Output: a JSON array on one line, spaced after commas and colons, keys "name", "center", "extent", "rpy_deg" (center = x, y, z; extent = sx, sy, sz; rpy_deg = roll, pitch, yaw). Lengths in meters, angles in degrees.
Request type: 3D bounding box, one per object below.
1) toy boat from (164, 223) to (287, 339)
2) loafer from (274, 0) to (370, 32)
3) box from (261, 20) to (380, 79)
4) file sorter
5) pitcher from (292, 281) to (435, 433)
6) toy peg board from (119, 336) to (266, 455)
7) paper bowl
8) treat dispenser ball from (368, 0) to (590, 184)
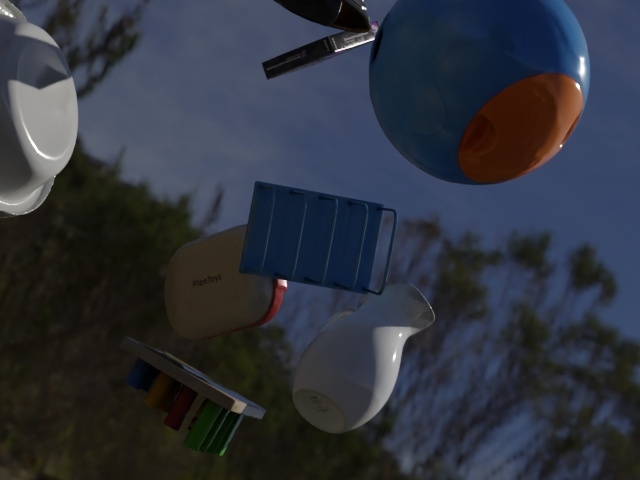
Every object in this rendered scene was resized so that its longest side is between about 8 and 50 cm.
[{"name": "toy boat", "center": [-0.120, 0.067, 2.478], "extent": [0.231, 0.151, 0.151], "rpy_deg": [-17, -19, 41]}, {"name": "loafer", "center": [0.006, -0.318, 2.263], "extent": [0.170, 0.061, 0.062], "rpy_deg": [2, -45, -45]}, {"name": "box", "center": [0.004, -0.268, 2.364], "extent": [0.116, 0.162, 0.029], "rpy_deg": [-19, -84, 30]}, {"name": "file sorter", "center": [0.000, 0.000, 2.101], "extent": [0.170, 0.118, 0.104], "rpy_deg": [10, 1, -14]}, {"name": "pitcher", "center": [0.034, 0.156, 2.233], "extent": [0.177, 0.207, 0.125], "rpy_deg": [-13, -59, 47]}, {"name": "toy peg board", "center": [-0.169, 0.197, 2.062], "extent": [0.160, 0.079, 0.161], "rpy_deg": [28, -4, 15]}, {"name": "paper bowl", "center": [-0.412, -0.170, 2.144], "extent": [0.148, 0.284, 0.284], "rpy_deg": [-7, -30, 19]}, {"name": "treat dispenser ball", "center": [0.205, -0.215, 2.189], "extent": [0.288, 0.288, 0.288], "rpy_deg": [18, -21, 7]}]
